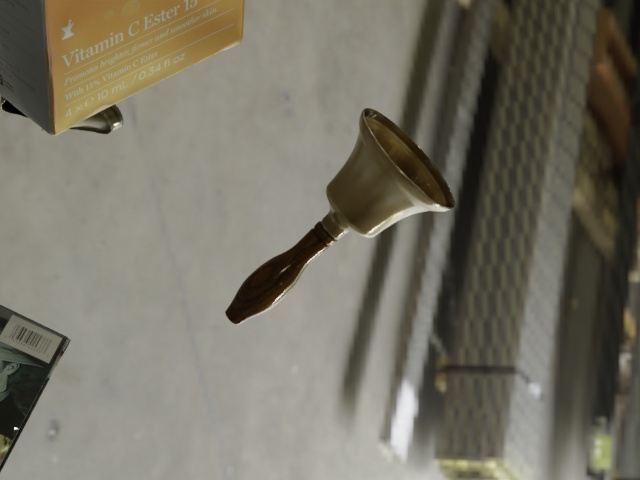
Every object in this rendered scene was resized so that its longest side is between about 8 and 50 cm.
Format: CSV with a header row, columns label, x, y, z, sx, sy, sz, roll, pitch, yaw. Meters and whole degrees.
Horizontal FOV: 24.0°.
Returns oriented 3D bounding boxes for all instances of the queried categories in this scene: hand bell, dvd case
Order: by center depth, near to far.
label,x,y,z,sx,sy,sz,roll,pitch,yaw
dvd case,-0.162,0.065,0.600,0.013,0.087,0.119,-59,-172,46
hand bell,0.000,0.000,1.446,0.126,0.242,0.126,42,18,-17

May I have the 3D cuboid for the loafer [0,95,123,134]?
label,x,y,z,sx,sy,sz,roll,pitch,yaw
loafer,-0.291,-0.144,1.674,0.056,0.148,0.050,86,24,-56

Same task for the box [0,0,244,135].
label,x,y,z,sx,sy,sz,roll,pitch,yaw
box,-0.185,-0.293,1.191,0.215,0.168,0.345,-32,145,-32
